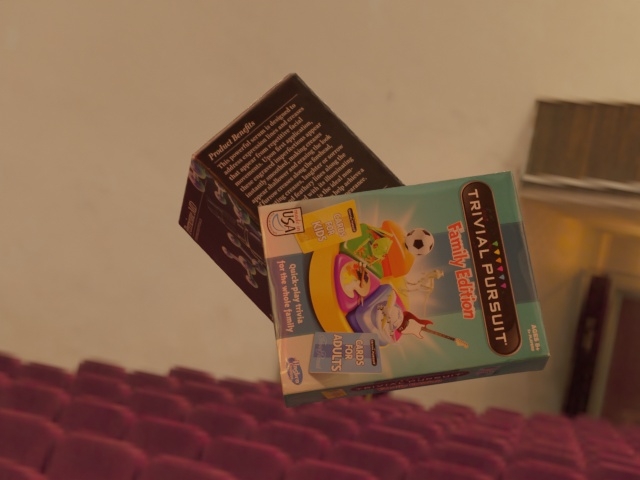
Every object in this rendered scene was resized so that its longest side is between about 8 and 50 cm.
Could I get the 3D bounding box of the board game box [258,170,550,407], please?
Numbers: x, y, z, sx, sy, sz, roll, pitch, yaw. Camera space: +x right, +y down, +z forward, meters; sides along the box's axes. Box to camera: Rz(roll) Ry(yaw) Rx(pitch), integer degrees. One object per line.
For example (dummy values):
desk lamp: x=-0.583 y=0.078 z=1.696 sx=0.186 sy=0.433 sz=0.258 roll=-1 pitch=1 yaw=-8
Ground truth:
board game box: x=0.102 y=0.060 z=1.756 sx=0.336 sy=0.254 sz=0.079 roll=-9 pitch=-19 yaw=-1

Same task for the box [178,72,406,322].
box: x=0.000 y=0.000 z=2.047 sx=0.395 sy=0.212 sz=0.293 roll=46 pitch=-20 yaw=8
